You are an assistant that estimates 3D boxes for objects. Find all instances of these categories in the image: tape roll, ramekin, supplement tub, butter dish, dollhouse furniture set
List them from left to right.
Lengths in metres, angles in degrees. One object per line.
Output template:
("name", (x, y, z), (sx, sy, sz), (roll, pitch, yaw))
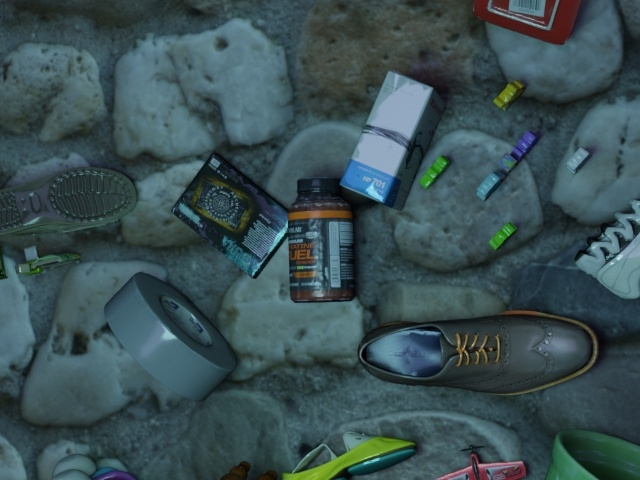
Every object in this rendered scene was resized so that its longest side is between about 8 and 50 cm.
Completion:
("dollhouse furniture set", (-0.492, 0.024, 1.934), (0.152, 0.076, 0.058), (-13, 85, 14))
("tape roll", (-0.235, 0.150, 1.788), (0.072, 0.219, 0.219), (-45, 78, 7))
("supplement tub", (0.000, 0.000, 1.796), (0.106, 0.106, 0.197), (-3, 86, 14))
("butter dish", (0.331, -0.404, 1.733), (0.160, 0.118, 0.159), (21, 133, 13))
("ramekin", (0.439, 0.399, 1.570), (0.303, 0.303, 0.148), (25, 101, 14))

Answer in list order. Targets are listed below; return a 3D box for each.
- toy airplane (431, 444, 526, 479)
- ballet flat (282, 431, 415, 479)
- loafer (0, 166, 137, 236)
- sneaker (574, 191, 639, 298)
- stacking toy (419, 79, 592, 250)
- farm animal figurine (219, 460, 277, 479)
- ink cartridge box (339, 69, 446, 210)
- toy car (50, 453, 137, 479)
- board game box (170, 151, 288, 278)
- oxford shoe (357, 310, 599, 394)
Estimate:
("toy airplane", (0.253, 0.389, 1.749), (0.151, 0.028, 0.151), (-1, 87, 16))
("ballet flat", (0.037, 0.348, 1.787), (0.231, 0.077, 0.077), (-30, 64, 13))
("loafer", (-0.444, -0.063, 1.922), (0.269, 0.092, 0.101), (-7, 87, -2))
("sneaker", (0.515, -0.036, 1.674), (0.118, 0.110, 0.292), (44, 106, 5))
("stacking toy", (0.288, -0.115, 1.760), (0.167, 0.052, 0.221), (45, 100, 14))
("farm animal figurine", (-0.151, 0.528, 1.747), (0.327, 0.172, 0.330), (41, 112, 4))
("ink cartridge box", (0.114, -0.152, 1.756), (0.082, 0.139, 0.190), (25, 93, 15))
("toy car", (-0.356, 0.426, 1.835), (0.136, 0.182, 0.159), (-19, 99, -4))
("board game box", (-0.143, -0.041, 1.874), (0.186, 0.026, 0.126), (39, 97, 13))
("oxford shoe", (0.234, 0.175, 1.711), (0.364, 0.133, 0.129), (-6, 85, 14))
